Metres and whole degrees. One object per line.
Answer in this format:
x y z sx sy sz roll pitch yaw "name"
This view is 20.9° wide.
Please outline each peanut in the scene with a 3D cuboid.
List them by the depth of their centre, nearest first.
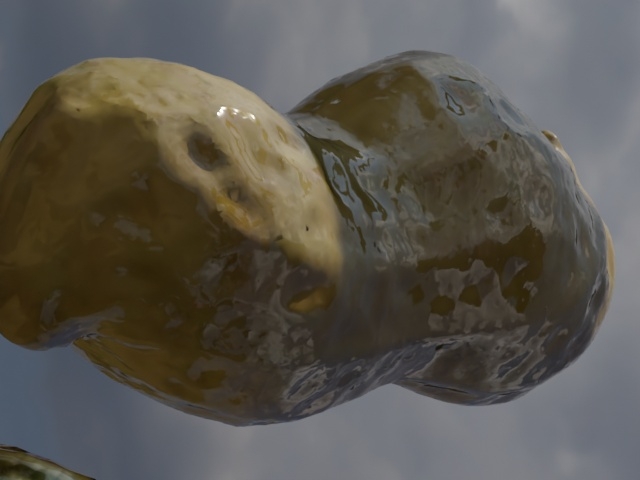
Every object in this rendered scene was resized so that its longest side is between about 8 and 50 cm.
0.000 0.000 0.530 0.101 0.263 0.117 -7 -92 43 "peanut"

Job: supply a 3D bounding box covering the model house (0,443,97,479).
-0.064 0.113 0.322 0.106 0.165 0.152 -52 178 4 "model house"
